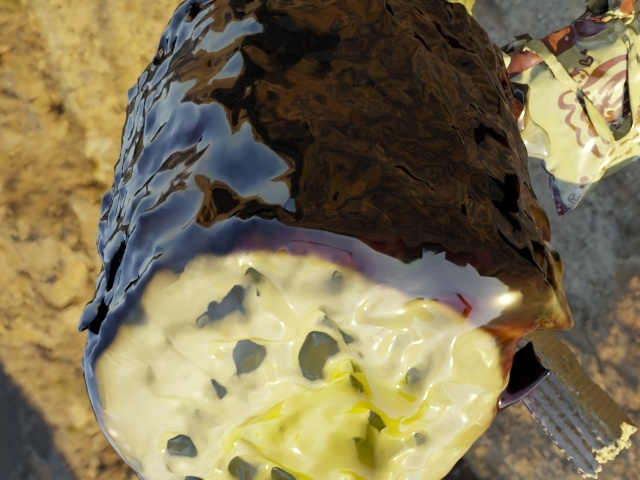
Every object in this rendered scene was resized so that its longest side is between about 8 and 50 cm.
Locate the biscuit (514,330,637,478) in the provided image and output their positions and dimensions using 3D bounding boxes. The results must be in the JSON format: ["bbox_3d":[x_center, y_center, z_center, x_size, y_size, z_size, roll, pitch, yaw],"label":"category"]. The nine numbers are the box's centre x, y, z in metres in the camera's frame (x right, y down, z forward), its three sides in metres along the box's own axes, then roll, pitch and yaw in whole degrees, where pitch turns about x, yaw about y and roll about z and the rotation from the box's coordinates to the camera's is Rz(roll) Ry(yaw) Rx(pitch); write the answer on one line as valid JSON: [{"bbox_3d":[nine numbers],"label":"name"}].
[{"bbox_3d":[0.255,0.150,1.248,0.239,0.062,0.108,51,-156,12],"label":"biscuit"}]

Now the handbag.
[{"bbox_3d":[0.326,-0.170,1.321,0.235,0.213,0.127,55,-172,-27],"label":"handbag"}]

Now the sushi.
[{"bbox_3d":[-0.001,-0.002,0.738,0.281,0.299,0.294,33,-140,-29],"label":"sushi"}]

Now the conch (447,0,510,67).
[{"bbox_3d":[0.079,-0.156,1.019,0.169,0.386,0.203,-1,165,36],"label":"conch"}]
